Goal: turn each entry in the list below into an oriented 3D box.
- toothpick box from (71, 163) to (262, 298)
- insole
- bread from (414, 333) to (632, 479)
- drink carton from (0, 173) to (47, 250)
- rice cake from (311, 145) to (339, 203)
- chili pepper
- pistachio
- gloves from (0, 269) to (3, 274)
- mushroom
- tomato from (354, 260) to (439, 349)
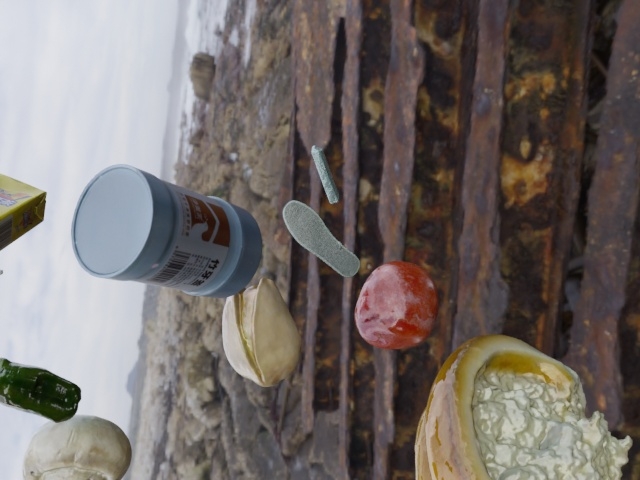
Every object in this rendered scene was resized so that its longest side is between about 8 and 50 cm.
[{"bbox_3d":[-0.138,-0.003,0.583,0.153,0.101,0.101,20,-111,-58],"label":"toothpick box"},{"bbox_3d":[0.000,0.000,1.438,0.080,0.232,0.003,-45,8,1],"label":"insole"},{"bbox_3d":[0.322,0.362,1.031,0.424,0.328,0.245,-76,-4,-51],"label":"bread"},{"bbox_3d":[-0.872,-0.048,1.588,0.351,0.154,0.111,-66,-2,-61],"label":"drink carton"},{"bbox_3d":[0.013,-0.166,1.566,0.033,0.029,0.171,-79,-26,-47],"label":"rice cake"},{"bbox_3d":[-0.458,0.220,0.940,0.073,0.204,0.072,-35,39,28],"label":"chili pepper"},{"bbox_3d":[-0.175,0.268,1.797,0.238,0.229,0.321,-63,-37,-78],"label":"pistachio"},{"bbox_3d":[-0.531,0.054,0.988,0.081,0.044,0.038,-46,48,47],"label":"gloves"},{"bbox_3d":[-0.557,0.532,1.418,0.260,0.253,0.234,47,-156,-47],"label":"mushroom"},{"bbox_3d":[0.149,0.132,1.268,0.187,0.151,0.187,-169,90,-69],"label":"tomato"}]
